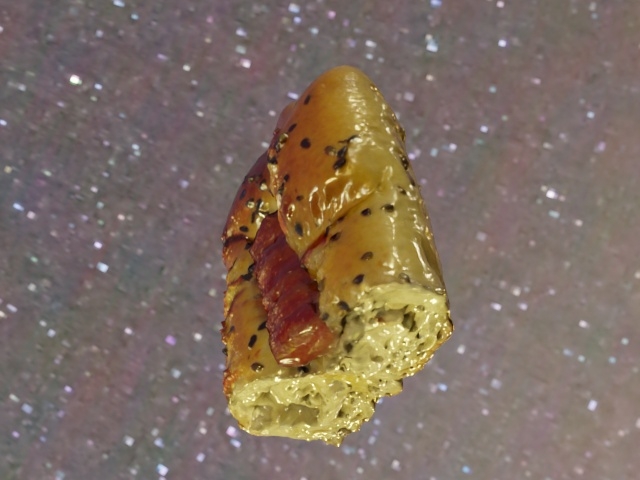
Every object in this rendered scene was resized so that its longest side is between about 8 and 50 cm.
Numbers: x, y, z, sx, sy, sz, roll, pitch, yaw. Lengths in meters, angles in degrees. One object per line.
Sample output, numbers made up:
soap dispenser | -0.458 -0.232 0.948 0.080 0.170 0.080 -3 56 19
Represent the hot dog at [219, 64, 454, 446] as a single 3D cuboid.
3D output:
hot dog | 0.000 0.000 1.478 0.196 0.365 0.367 15 -40 -22
